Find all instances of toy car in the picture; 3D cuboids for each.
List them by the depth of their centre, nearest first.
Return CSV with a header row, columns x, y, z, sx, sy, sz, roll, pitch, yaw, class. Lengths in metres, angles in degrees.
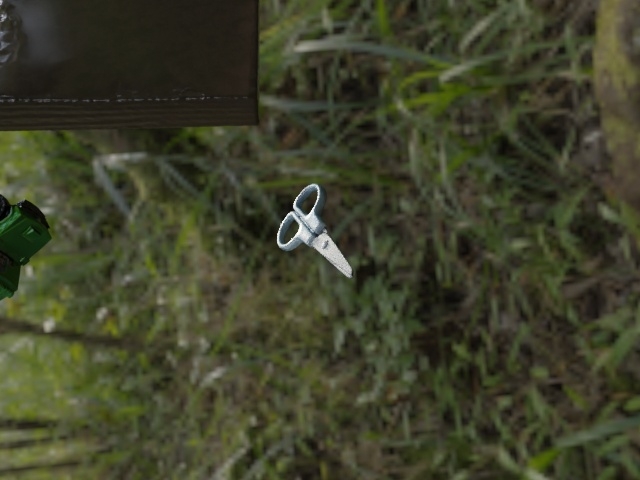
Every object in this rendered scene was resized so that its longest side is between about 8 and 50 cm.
x,y,z,sx,sy,sz,roll,pitch,yaw,class
-0.288,0.027,1.107,0.062,0.165,0.071,60,-178,22,toy car

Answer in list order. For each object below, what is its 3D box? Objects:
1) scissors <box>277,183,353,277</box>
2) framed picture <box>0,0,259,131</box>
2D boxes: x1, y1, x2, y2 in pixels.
x,y,z,sx,sy,sz,roll,pitch,yaw,class
0.000,0.000,0.641,0.036,0.006,0.083,-56,28,9,scissors
-0.094,-0.124,0.703,0.023,0.128,0.168,91,178,-52,framed picture
